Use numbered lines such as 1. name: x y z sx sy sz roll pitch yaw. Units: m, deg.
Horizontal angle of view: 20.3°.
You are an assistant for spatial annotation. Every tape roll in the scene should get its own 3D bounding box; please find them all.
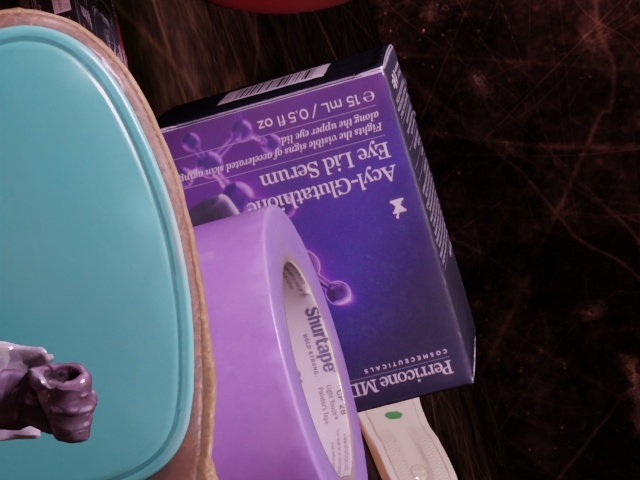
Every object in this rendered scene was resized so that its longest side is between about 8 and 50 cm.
1. tape roll: -0.037 0.081 0.984 0.189 0.080 0.189 -16 90 -81

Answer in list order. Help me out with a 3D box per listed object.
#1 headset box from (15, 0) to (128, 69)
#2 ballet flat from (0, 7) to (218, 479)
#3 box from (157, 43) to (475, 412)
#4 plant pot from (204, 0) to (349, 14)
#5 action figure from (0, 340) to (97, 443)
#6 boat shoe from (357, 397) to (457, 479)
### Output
1. headset box: -0.125 -0.107 0.913 0.083 0.032 0.062 40 36 -76
2. ballet flat: -0.082 0.095 0.626 0.124 0.116 0.342 171 -95 -82
3. box: 0.000 0.000 1.117 0.108 0.153 0.207 -68 141 -75
4. plant pot: -0.062 -0.250 0.913 0.243 0.275 0.275 -26 101 -71
5. action figure: -0.118 0.039 0.441 0.185 0.099 0.285 45 29 -53
6. boat shoe: 0.042 0.145 1.460 0.079 0.084 0.233 119 -35 -42
